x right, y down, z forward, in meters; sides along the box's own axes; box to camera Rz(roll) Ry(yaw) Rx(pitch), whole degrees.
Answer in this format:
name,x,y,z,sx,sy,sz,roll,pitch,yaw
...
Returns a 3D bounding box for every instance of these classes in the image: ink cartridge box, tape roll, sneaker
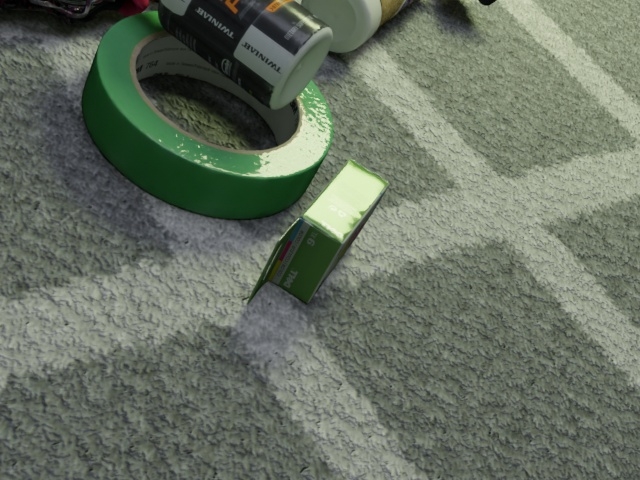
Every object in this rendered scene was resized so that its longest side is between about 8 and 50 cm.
name,x,y,z,sx,sy,sz,roll,pitch,yaw
ink cartridge box,0.000,0.000,1.309,0.062,0.109,0.209,33,39,4
tape roll,-0.143,-0.169,1.424,0.321,0.077,0.321,17,42,-16
sneaker,-0.353,-0.334,1.442,0.299,0.121,0.112,-22,92,-36

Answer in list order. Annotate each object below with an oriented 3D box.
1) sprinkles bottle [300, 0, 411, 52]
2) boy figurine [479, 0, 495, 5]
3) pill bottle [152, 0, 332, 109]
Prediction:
name,x,y,z,sx,sy,sz,roll,pitch,yaw
sprinkles bottle,0.096,-0.422,1.807,0.121,0.121,0.355,36,39,6
boy figurine,0.248,-0.531,2.020,0.177,0.092,0.285,41,13,-40
pill bottle,-0.116,-0.286,1.402,0.246,0.130,0.130,37,39,8
